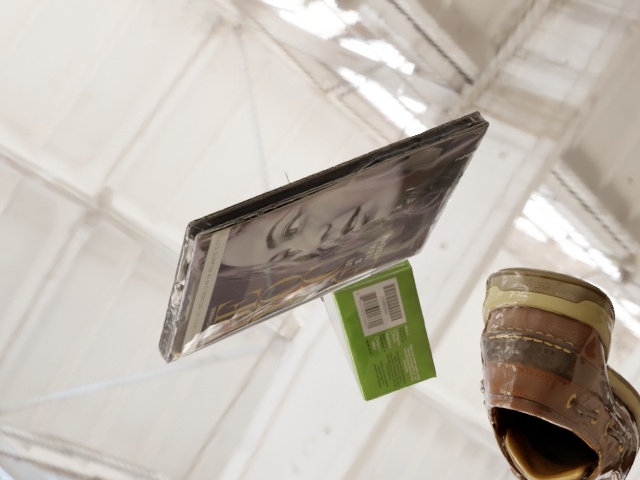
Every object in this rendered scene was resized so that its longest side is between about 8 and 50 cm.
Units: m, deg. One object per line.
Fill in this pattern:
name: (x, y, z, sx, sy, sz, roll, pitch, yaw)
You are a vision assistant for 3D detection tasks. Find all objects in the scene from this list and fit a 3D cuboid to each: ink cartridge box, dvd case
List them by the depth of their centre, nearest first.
dvd case: (0.000, 0.000, 0.848, 0.221, 0.018, 0.164, -22, -24, -26)
ink cartridge box: (0.044, 0.038, 1.547, 0.097, 0.255, 0.188, -19, -51, -4)

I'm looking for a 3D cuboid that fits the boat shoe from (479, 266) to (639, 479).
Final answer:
boat shoe: (0.098, 0.077, 0.536, 0.178, 0.064, 0.060, 59, -136, -55)
